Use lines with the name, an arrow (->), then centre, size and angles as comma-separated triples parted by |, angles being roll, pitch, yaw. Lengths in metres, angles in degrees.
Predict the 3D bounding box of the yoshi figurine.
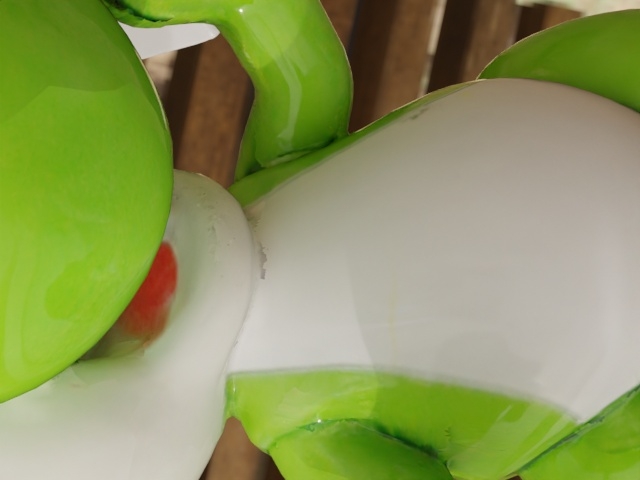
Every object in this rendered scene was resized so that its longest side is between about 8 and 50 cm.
yoshi figurine -> 0.004, -0.004, 0.392 | 0.362, 0.203, 0.203 | -6, -159, -9

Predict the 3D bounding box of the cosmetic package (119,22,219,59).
cosmetic package -> -0.155, -0.201, 0.790 | 0.224, 0.138, 0.224 | -9, 127, 42
